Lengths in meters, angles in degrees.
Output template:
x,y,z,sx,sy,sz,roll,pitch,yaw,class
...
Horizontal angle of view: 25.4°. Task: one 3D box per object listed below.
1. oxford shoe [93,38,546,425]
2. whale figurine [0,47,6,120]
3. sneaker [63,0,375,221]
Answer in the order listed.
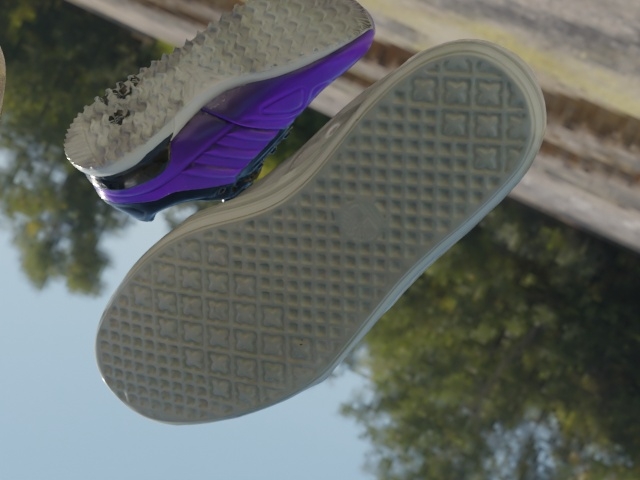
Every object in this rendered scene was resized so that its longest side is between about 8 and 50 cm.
x,y,z,sx,sy,sz,roll,pitch,yaw,class
0.000,0.000,1.127,0.169,0.449,0.130,49,-157,-4,oxford shoe
-0.392,-0.102,1.372,0.141,0.216,0.272,15,137,9,whale figurine
-0.076,-0.113,1.287,0.102,0.293,0.146,61,179,42,sneaker
